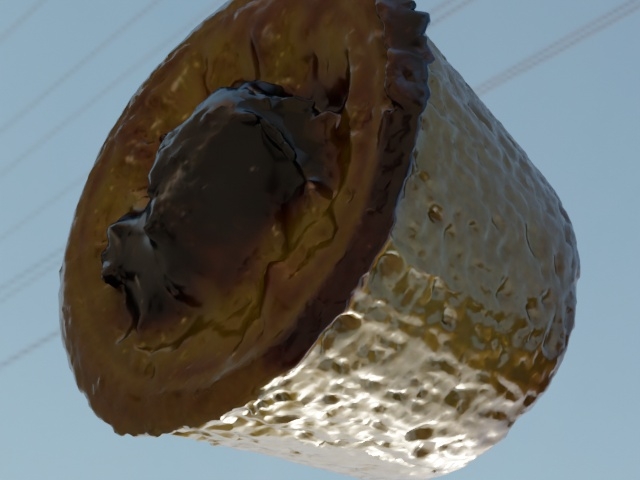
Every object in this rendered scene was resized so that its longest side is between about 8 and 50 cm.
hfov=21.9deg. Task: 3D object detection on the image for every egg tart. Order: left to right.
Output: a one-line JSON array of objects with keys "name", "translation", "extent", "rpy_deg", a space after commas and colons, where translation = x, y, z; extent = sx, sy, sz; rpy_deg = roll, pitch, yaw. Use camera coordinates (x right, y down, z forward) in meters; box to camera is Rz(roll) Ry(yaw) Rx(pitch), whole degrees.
[{"name": "egg tart", "translation": [0.000, 0.000, 0.690], "extent": [0.215, 0.171, 0.215], "rpy_deg": [-28, -133, 34]}]
